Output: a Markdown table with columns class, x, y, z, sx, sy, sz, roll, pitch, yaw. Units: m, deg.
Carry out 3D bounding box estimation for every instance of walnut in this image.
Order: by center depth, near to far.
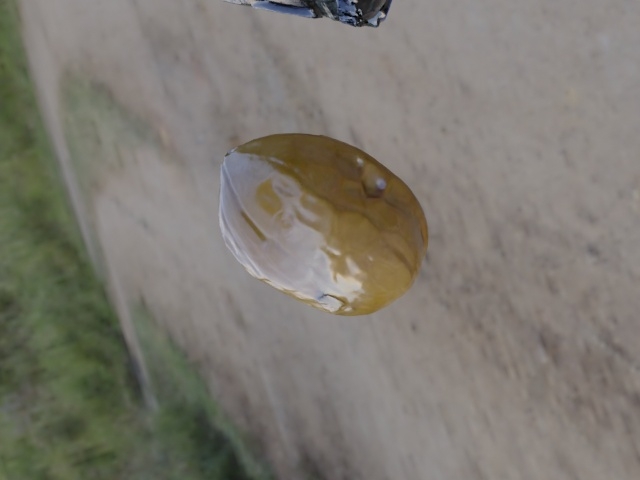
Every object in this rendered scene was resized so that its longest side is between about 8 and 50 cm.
| class | x | y | z | sx | sy | sz | roll | pitch | yaw |
| --- | --- | --- | --- | --- | --- | --- | --- | --- | --- |
| walnut | 0.000 | 0.000 | 0.797 | 0.091 | 0.121 | 0.052 | -45 | 24 | 35 |

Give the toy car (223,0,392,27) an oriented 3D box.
| class | x | y | z | sx | sy | sz | roll | pitch | yaw |
| --- | --- | --- | --- | --- | --- | --- | --- | --- | --- |
| toy car | -0.035 | -0.154 | 0.647 | 0.063 | 0.103 | 0.216 | -70 | -25 | -15 |
